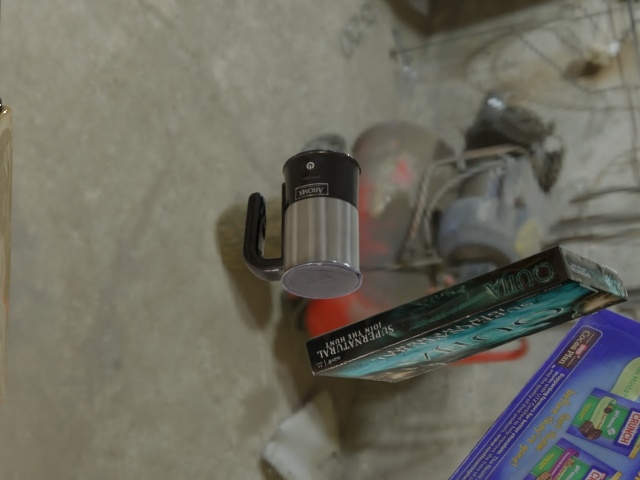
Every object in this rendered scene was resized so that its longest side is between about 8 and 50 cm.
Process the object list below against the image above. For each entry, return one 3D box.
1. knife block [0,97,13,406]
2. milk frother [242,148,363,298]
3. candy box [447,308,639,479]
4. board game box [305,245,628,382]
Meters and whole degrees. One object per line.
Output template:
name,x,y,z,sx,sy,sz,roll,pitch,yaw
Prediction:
knife block,-0.217,-0.027,0.681,0.275,0.242,0.088,53,26,-15
milk frother,0.000,0.000,1.292,0.143,0.129,0.134,35,48,-47
candy box,0.276,0.227,0.937,0.268,0.317,0.122,-46,136,-22
board game box,0.100,0.054,0.820,0.126,0.186,0.026,16,56,-58
